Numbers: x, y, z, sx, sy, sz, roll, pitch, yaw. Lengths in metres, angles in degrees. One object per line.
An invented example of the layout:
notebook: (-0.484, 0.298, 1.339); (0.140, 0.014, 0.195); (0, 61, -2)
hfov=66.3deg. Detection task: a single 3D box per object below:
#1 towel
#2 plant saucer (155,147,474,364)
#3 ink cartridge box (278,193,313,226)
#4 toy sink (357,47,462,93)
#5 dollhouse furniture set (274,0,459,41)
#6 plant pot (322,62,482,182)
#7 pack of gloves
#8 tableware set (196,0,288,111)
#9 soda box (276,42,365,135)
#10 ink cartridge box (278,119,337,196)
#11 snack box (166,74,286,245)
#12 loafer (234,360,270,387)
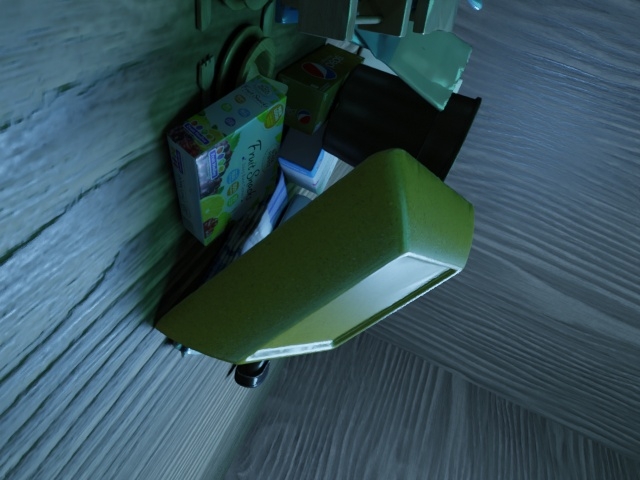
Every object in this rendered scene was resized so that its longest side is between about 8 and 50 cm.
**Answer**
towel: (-0.118, 0.038, 0.730); (0.209, 0.034, 0.285); (92, 23, -77)
plant saucer: (0.032, 0.055, 0.605); (0.332, 0.081, 0.332); (-36, 158, 21)
ink cartridge box: (0.000, 0.000, 0.917); (0.093, 0.154, 0.212); (-64, -178, -8)
toy sink: (0.151, -0.323, 1.051); (0.131, 0.233, 0.153); (-115, -138, -58)
dollhouse furniture set: (0.021, -0.228, 0.356); (0.183, 0.129, 0.129); (-32, 138, -49)
plant pot: (0.101, -0.145, 0.658); (0.167, 0.165, 0.167); (-63, 174, -12)
pack of gloves: (0.085, -0.283, 0.528); (0.195, 0.231, 0.046); (-64, -151, 5)
tableware set: (-0.050, -0.179, 0.402); (0.194, 0.039, 0.128); (107, 10, -53)
soda box: (0.000, -0.204, 0.642); (0.181, 0.061, 0.058); (-57, 170, -53)
ink cartridge box: (-0.013, -0.142, 0.785); (0.181, 0.061, 0.105); (69, 46, -81)
snack box: (-0.083, -0.067, 0.448); (0.100, 0.037, 0.141); (-44, 166, -26)
loafer: (-0.154, 0.270, 1.224); (0.220, 0.080, 0.079); (-66, 168, -55)
